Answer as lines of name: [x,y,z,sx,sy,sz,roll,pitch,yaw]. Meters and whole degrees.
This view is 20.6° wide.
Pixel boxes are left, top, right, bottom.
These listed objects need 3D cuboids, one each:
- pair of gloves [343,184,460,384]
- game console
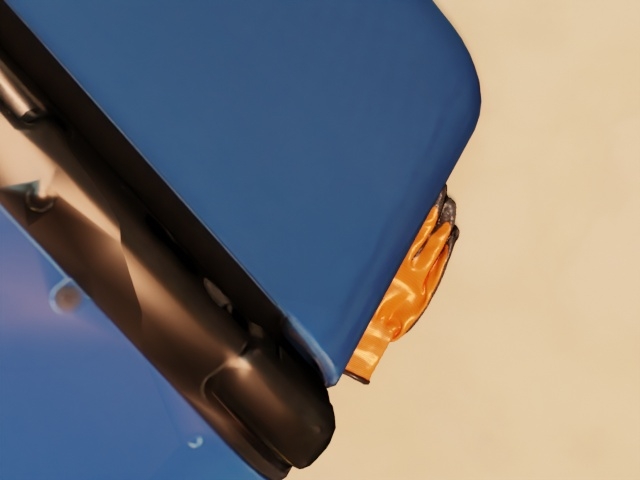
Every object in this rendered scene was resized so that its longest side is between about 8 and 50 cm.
pair of gloves: [0.000,0.000,0.578,0.083,0.010,0.074,30,99,-2]
game console: [-0.125,-0.052,0.477,0.250,0.173,0.293,-38,106,10]
